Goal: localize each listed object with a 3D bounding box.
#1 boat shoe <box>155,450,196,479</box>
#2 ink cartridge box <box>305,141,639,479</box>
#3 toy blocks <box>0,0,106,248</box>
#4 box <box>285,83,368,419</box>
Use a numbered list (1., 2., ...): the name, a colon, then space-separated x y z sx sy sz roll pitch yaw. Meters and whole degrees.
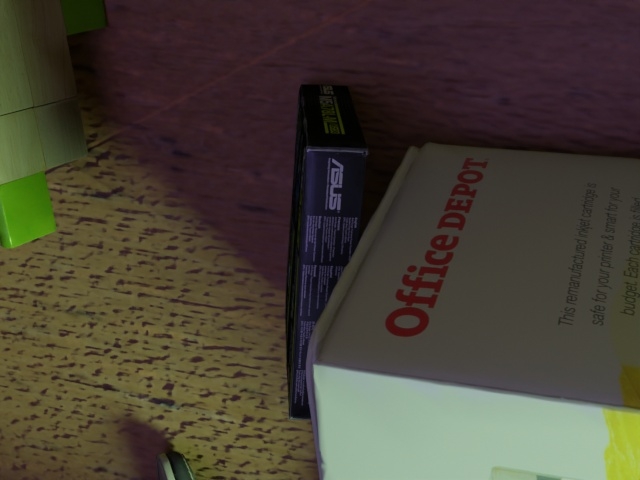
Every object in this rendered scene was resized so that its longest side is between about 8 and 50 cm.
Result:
1. boat shoe: -0.088 0.278 0.930 0.065 0.075 0.206 -25 95 -19
2. ink cartridge box: 0.216 0.076 0.614 0.384 0.279 0.160 7 122 17
3. toy blocks: -0.336 -0.193 0.795 0.261 0.191 0.381 2 108 31
4. box: 0.000 0.000 0.721 0.045 0.184 0.191 2 110 -6
